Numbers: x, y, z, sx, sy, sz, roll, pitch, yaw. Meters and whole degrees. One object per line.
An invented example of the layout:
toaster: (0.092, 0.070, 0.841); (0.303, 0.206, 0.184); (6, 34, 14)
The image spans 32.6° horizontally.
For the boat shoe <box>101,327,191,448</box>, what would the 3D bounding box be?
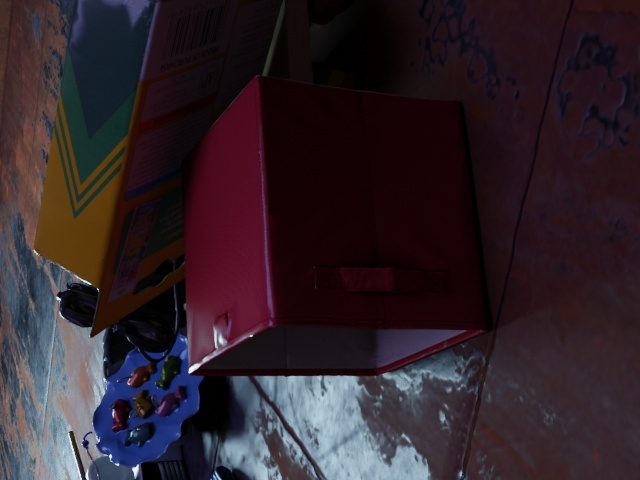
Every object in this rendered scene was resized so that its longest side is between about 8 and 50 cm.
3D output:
boat shoe: (-0.247, 0.187, 1.493); (0.302, 0.114, 0.091); (-145, 55, -61)

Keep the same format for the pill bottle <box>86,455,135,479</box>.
pill bottle: (-0.294, 0.350, 1.479); (0.116, 0.065, 0.065); (-67, 32, 35)

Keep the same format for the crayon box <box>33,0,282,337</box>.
crayon box: (-0.147, -0.096, 0.980); (0.083, 0.203, 0.323); (28, 121, 18)

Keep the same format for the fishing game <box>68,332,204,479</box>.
fishing game: (-0.219, 0.190, 1.361); (0.264, 0.041, 0.189); (-40, 39, 10)

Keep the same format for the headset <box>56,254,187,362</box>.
headset: (-0.211, -0.001, 1.314); (0.243, 0.185, 0.394); (-60, 21, 26)

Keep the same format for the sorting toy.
sorting toy: (-0.046, -0.184, 1.120); (0.255, 0.089, 0.257); (149, 121, -61)

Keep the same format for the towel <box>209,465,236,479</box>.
towel: (-0.120, 0.334, 1.303); (0.067, 0.029, 0.119); (-147, 62, -63)

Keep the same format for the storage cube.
storage cube: (0.000, 0.000, 0.889); (0.215, 0.184, 0.193); (146, 123, -60)

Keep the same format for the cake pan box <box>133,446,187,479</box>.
cake pan box: (-0.247, 0.404, 1.528); (0.267, 0.070, 0.245); (-58, 40, 47)
